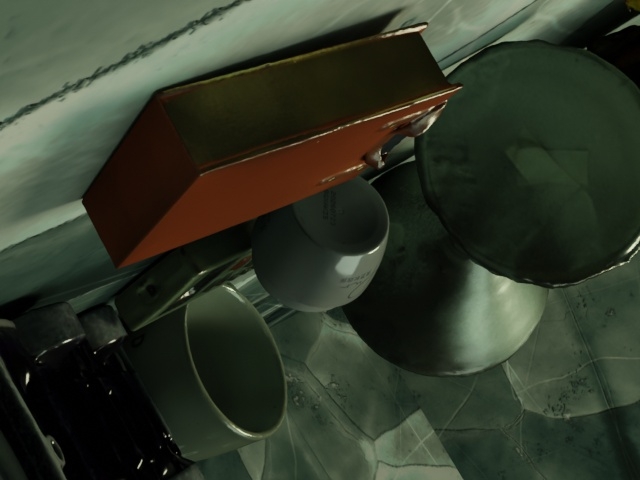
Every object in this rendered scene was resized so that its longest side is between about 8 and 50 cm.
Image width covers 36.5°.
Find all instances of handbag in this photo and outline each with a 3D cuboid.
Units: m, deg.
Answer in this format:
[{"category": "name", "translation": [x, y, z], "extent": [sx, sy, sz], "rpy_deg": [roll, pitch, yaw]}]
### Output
[{"category": "handbag", "translation": [-0.024, -0.055, 0.543], "extent": [0.190, 0.063, 0.127], "rpy_deg": [-22, 170, -36]}]

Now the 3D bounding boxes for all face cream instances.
[{"category": "face cream", "translation": [0.000, 0.000, 0.861], "extent": [0.117, 0.117, 0.104], "rpy_deg": [-27, 164, -34]}]

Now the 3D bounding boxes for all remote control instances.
[{"category": "remote control", "translation": [-0.072, 0.010, 0.973], "extent": [0.123, 0.038, 0.285], "rpy_deg": [-36, 173, 36]}]

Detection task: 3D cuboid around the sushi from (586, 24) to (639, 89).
[{"category": "sushi", "translation": [0.363, -0.187, 0.984], "extent": [0.294, 0.059, 0.292], "rpy_deg": [-35, -155, 7]}]

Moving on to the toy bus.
[{"category": "toy bus", "translation": [-0.253, 0.194, 0.775], "extent": [0.249, 0.209, 0.440], "rpy_deg": [-29, 176, -5]}]

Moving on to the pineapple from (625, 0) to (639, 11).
[{"category": "pineapple", "translation": [0.323, -0.228, 0.819], "extent": [0.114, 0.077, 0.114], "rpy_deg": [-44, 179, -2]}]

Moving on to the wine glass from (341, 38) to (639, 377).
[{"category": "wine glass", "translation": [0.156, -0.019, 0.950], "extent": [0.267, 0.267, 0.406], "rpy_deg": [-30, 169, -10]}]

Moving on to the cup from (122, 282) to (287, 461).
[{"category": "cup", "translation": [-0.177, 0.152, 1.146], "extent": [0.234, 0.186, 0.258], "rpy_deg": [-24, -154, 25]}]
